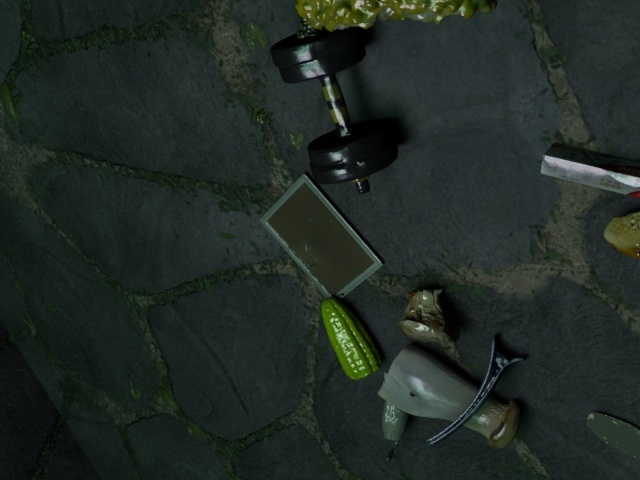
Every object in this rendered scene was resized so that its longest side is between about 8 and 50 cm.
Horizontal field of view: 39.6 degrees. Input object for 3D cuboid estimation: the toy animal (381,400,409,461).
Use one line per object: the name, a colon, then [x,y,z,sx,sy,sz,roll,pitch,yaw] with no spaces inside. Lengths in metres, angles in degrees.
toy animal: [0.181,0.457,2.151,0.070,0.079,0.253,19,128,30]

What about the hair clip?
hair clip: [0.321,0.334,1.878,0.083,0.048,0.275,36,95,12]

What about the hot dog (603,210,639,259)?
hot dog: [0.582,-0.016,1.491,0.084,0.073,0.242,24,155,-24]

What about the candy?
candy: [0.064,0.226,2.091,0.097,0.097,0.209,-22,99,45]

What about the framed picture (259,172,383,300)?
framed picture: [0.000,0.000,2.049,0.273,0.016,0.216,50,135,1]

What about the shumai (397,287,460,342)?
shumai: [0.235,0.158,1.906,0.145,0.145,0.116,5,78,37]

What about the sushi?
sushi: [0.163,-0.468,1.350,0.351,0.396,0.240,5,119,26]

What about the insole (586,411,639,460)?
insole: [0.654,0.421,1.797,0.248,0.011,0.081,32,134,20]

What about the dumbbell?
dumbbell: [0.031,-0.271,1.734,0.185,0.185,0.388,-3,116,40]

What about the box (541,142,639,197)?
box: [0.497,-0.119,1.547,0.218,0.055,0.039,19,129,30]

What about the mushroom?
mushroom: [0.287,0.354,1.983,0.329,0.122,0.159,26,143,21]
